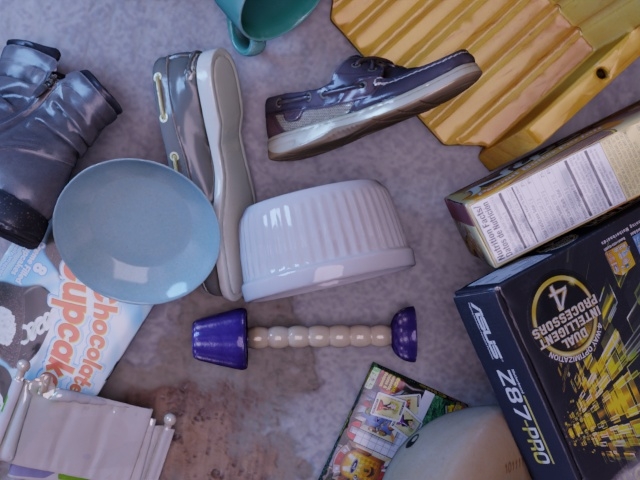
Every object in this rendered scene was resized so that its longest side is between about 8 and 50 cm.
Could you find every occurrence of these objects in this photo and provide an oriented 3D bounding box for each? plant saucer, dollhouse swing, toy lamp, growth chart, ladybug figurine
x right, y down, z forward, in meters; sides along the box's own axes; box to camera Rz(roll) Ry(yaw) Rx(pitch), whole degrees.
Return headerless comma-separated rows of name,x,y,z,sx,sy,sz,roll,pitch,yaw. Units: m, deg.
plant saucer,-0.210,-0.015,1.335,0.195,0.037,0.195,1,120,2
dollhouse swing,0.202,-0.288,1.275,0.315,0.305,0.347,-42,95,2
toy lamp,-0.020,0.119,1.417,0.275,0.080,0.080,-2,95,0
growth chart,-0.292,0.255,1.401,0.237,0.021,0.172,24,98,-29
ladybug figurine,0.158,0.405,1.367,0.162,0.305,0.449,10,102,40

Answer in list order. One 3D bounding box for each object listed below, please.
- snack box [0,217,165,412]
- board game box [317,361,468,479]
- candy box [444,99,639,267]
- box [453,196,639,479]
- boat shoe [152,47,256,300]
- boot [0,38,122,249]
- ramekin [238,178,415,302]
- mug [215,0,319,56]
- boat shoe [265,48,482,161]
snack box,-0.333,0.110,1.418,0.187,0.060,0.322,32,93,-4
board game box,0.073,0.299,1.460,0.136,0.030,0.259,24,94,-5
candy box,0.313,-0.081,1.354,0.316,0.183,0.087,-27,94,1
box,0.377,0.121,1.335,0.395,0.097,0.318,-25,96,-28
boat shoe,-0.141,-0.076,1.387,0.091,0.109,0.305,-1,103,19
boot,-0.419,-0.148,1.377,0.338,0.118,0.222,25,77,8
ramekin,0.000,0.000,1.350,0.207,0.207,0.109,-13,85,0
mug,-0.078,-0.306,1.353,0.158,0.129,0.097,-45,66,12
boat shoe,0.049,-0.173,1.345,0.285,0.103,0.092,-20,87,32
